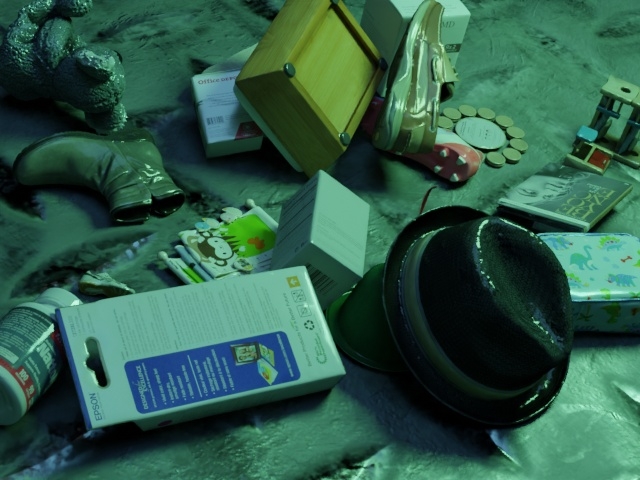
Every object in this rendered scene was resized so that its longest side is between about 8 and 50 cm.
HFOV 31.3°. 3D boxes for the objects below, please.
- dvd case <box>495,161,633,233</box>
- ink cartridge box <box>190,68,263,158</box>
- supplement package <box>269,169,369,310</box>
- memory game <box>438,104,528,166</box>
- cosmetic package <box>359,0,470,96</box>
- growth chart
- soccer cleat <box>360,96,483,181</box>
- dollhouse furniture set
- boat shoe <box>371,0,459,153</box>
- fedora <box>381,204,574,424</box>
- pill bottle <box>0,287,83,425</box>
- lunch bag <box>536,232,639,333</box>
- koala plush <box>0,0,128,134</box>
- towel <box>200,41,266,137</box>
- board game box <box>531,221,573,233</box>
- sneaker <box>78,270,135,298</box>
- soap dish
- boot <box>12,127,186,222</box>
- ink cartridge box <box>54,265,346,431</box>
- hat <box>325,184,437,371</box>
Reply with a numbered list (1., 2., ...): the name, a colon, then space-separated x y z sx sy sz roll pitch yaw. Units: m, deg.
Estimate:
1. dvd case: 0.430 -0.078 2.007 0.164 0.018 0.221 19 33 30
2. ink cartridge box: -0.163 -0.219 1.966 0.099 0.056 0.135 -10 68 -12
3. supplement package: 0.000 0.000 1.746 0.105 0.105 0.179 35 35 -20
4. memory game: 0.302 -0.198 2.160 0.186 0.012 0.186 8 41 -7
5. cosmetic package: 0.173 -0.397 2.217 0.151 0.184 0.151 -7 44 -23
6. growth chart: -0.138 0.017 1.776 0.172 0.021 0.237 35 42 22
7. soccer cleat: 0.179 -0.186 2.065 0.248 0.083 0.095 32 30 18
8. dollhouse furniture set: 0.554 -0.194 2.137 0.129 0.129 0.184 26 41 14
9. boat shoe: 0.180 -0.281 2.008 0.116 0.123 0.324 18 64 -4
10. fedora: 0.252 0.087 1.614 0.334 0.152 0.334 9 67 -22
11. pill bottle: -0.382 0.144 1.490 0.108 0.108 0.180 24 42 11
12. lunch bag: 0.438 0.064 1.837 0.218 0.090 0.176 0 43 -16
13. koala plush: -0.416 -0.286 1.929 0.221 0.196 0.203 35 56 23
14. towel: -0.089 -0.290 2.125 0.187 0.049 0.282 34 43 20
15. board game box: 0.424 -0.037 2.002 0.090 0.020 0.090 21 40 10
16. sneaker: -0.308 0.062 1.665 0.083 0.032 0.037 13 40 -2
17. soap dish: -0.008 -0.284 1.978 0.229 0.118 0.291 51 45 -27
18. boot: -0.346 -0.094 1.803 0.246 0.083 0.161 -12 52 -26
19. ink cartridge box: -0.162 0.148 1.545 0.370 0.069 0.176 -8 64 -28
20. hat: 0.108 0.057 1.674 0.172 0.184 0.208 -3 43 -21
